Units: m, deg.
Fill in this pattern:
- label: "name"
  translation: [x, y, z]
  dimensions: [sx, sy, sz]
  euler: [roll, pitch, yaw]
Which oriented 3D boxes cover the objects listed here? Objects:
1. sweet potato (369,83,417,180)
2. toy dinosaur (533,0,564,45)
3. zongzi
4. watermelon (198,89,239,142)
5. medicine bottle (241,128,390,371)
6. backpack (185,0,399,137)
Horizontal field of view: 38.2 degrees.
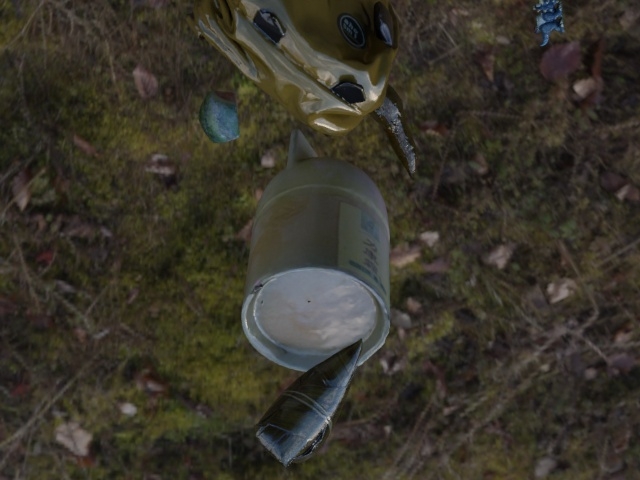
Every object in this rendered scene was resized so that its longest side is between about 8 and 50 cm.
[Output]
- label: "sweet potato"
  translation: [0.112, -0.230, 1.611]
  dimensions: [0.067, 0.067, 0.274]
  euler: [-26, 108, 11]
- label: "toy dinosaur"
  translation: [0.353, -0.346, 1.436]
  dimensions: [0.047, 0.031, 0.083]
  euler: [-4, 120, 16]
- label: "zongzi"
  translation: [-0.003, 0.217, 1.238]
  dimensions: [0.084, 0.187, 0.184]
  euler: [39, 79, 10]
- label: "watermelon"
  translation: [-0.168, -0.221, 1.651]
  dimensions: [0.092, 0.072, 0.085]
  euler: [43, 146, 15]
- label: "medicine bottle"
  translation: [0.000, 0.000, 1.571]
  dimensions: [0.235, 0.406, 0.236]
  euler: [2, 130, 2]
- label: "backpack"
  translation: [-0.021, -0.350, 1.361]
  dimensions: [0.353, 0.378, 0.201]
  euler: [35, 127, -30]
